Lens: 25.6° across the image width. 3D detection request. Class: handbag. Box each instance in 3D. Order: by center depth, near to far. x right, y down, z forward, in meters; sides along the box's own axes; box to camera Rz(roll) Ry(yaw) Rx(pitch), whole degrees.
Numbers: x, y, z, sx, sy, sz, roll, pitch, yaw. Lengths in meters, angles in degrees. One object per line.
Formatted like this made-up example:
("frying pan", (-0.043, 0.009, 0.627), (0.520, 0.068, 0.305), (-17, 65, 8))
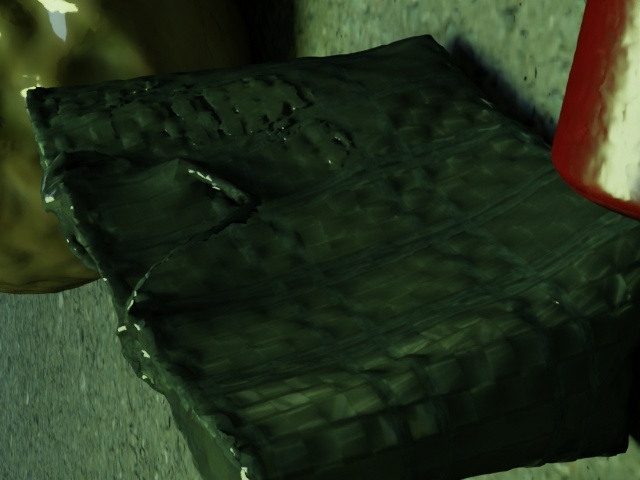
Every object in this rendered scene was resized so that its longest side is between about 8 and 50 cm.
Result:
("handbag", (0.000, 0.000, 0.491), (0.270, 0.175, 0.088), (-129, 40, -54))

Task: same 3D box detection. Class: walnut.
("walnut", (-0.170, -0.107, 0.756), (0.227, 0.273, 0.273), (-146, 56, -78))

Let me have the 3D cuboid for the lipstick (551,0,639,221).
("lipstick", (0.114, -0.120, 0.341), (0.080, 0.080, 0.241), (-134, 47, -57))
